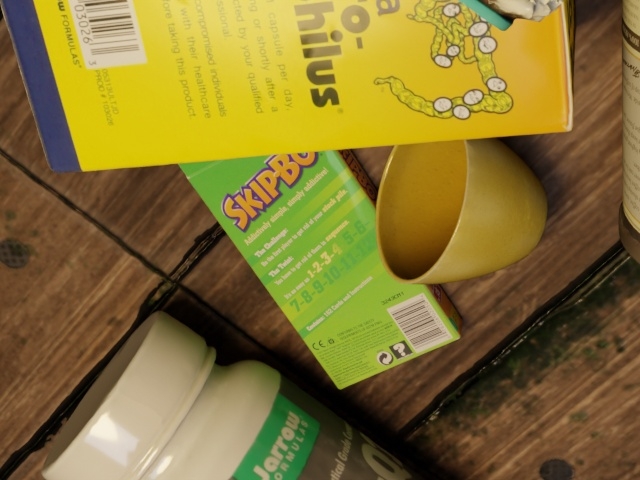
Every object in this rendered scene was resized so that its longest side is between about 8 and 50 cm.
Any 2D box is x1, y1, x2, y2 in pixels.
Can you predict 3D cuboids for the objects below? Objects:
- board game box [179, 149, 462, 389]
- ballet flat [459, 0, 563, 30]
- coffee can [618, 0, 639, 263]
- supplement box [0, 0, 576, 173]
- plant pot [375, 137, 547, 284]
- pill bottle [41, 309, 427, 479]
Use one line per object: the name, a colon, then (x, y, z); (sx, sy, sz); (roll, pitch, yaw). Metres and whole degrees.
board game box: (0.000, 0.000, 1.062); (0.124, 0.039, 0.259); (-26, 114, 23)
ballet flat: (-0.015, -0.258, 0.626); (0.409, 0.147, 0.147); (29, 122, -22)
coffee can: (0.295, -0.127, 0.828); (0.202, 0.201, 0.275); (-1, 119, 13)
supplement box: (-0.013, -0.182, 0.867); (0.357, 0.194, 0.195); (-4, 118, 14)
plant pot: (0.115, -0.025, 0.981); (0.095, 0.134, 0.134); (11, 125, -25)
pill bottle: (-0.044, 0.233, 1.106); (0.361, 0.204, 0.204); (37, 120, -10)
